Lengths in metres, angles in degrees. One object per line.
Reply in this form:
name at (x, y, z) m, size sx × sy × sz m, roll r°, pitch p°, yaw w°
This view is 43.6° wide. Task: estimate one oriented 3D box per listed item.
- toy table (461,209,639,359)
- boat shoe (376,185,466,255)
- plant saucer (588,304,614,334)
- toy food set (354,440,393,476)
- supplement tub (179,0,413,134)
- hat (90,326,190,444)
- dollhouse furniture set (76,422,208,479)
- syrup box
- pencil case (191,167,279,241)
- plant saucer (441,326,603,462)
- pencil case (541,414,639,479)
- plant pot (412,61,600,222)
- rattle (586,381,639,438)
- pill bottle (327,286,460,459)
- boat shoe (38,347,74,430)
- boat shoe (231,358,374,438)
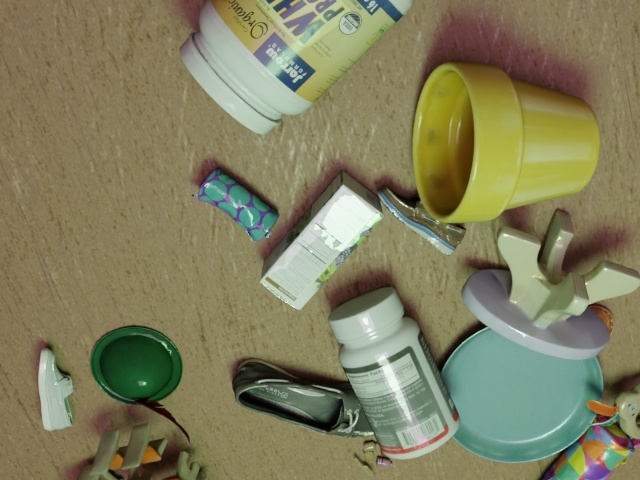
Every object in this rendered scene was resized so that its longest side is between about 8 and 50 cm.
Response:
toy table at (0.403, 0.079, 1.388) m, size 0.274 × 0.252 × 0.161 m, roll 12°, pitch 128°, yaw -14°
boat shoe at (0.182, -0.049, 1.426) m, size 0.183 × 0.066 × 0.066 m, roll 35°, pitch 103°, yaw -21°
plant saucer at (0.513, 0.160, 1.518) m, size 0.083 × 0.013 × 0.083 m, roll 0°, pitch 110°, yaw 1°
toy food set at (0.132, 0.425, 1.624) m, size 0.122 × 0.019 × 0.078 m, roll -37°, pitch 105°, yaw 12°
supplement tub at (-0.041, -0.339, 1.231) m, size 0.316 × 0.228 × 0.228 m, roll -43°, pitch 104°, yaw 15°
hat at (-0.350, 0.276, 1.491) m, size 0.208 × 0.183 × 0.173 m, roll -12°, pitch 110°, yaw 6°
dollhouse furniture set at (-0.363, 0.502, 1.566) m, size 0.259 × 0.135 × 0.262 m, roll -16°, pitch 129°, yaw 23°
syrup box at (0.000, 0.000, 1.428) m, size 0.096 × 0.093 × 0.237 m, roll 37°, pitch 107°, yaw -12°
pencil case at (-0.148, -0.061, 1.425) m, size 0.151 × 0.064 × 0.070 m, roll 38°, pitch 91°, yaw -11°
plant saucer at (0.383, 0.287, 1.554) m, size 0.317 × 0.044 × 0.318 m, roll 1°, pitch 111°, yaw 2°
pencil case at (0.523, 0.458, 1.586) m, size 0.104 × 0.104 × 0.236 m, roll 31°, pitch 110°, yaw -10°
plant pot at (0.303, -0.156, 1.295) m, size 0.239 × 0.254 × 0.254 m, roll -1°, pitch 111°, yaw -14°
rattle at (0.613, 0.336, 1.486) m, size 0.199 × 0.143 × 0.130 m, roll 8°, pitch 120°, yaw -33°
pill bottle at (0.131, 0.240, 1.471) m, size 0.161 × 0.161 × 0.283 m, roll -23°, pitch 98°, yaw 10°
boat shoe at (-0.516, 0.292, 1.569) m, size 0.063 × 0.066 × 0.184 m, roll -3°, pitch 109°, yaw -13°
boat shoe at (-0.012, 0.325, 1.549) m, size 0.335 × 0.095 × 0.112 m, roll 18°, pitch 110°, yaw -5°
